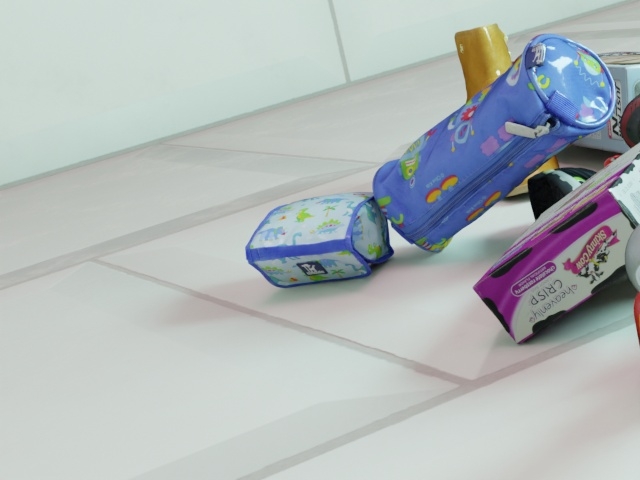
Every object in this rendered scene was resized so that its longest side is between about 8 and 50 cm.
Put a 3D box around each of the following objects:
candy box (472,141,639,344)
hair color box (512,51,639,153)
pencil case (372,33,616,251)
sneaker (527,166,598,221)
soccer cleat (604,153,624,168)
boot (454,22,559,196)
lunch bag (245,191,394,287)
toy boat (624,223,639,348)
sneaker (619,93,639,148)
[{"bbox_3d":[0.250,-0.008,1.310,0.159,0.071,0.233,-38,0,30],"label":"candy box"},{"bbox_3d":[0.410,-0.193,1.934,0.185,0.113,0.374,-8,10,-15],"label":"hair color box"},{"bbox_3d":[0.182,-0.100,1.547,0.306,0.119,0.133,-40,14,44],"label":"pencil case"},{"bbox_3d":[0.290,-0.048,1.548,0.097,0.084,0.234,-12,12,-1],"label":"sneaker"},{"bbox_3d":[0.397,-0.097,1.789,0.083,0.029,0.035,-8,4,7],"label":"soccer cleat"},{"bbox_3d":[0.234,-0.179,1.890,0.104,0.211,0.295,-14,13,-1],"label":"boot"},{"bbox_3d":[0.000,0.000,1.615,0.129,0.096,0.151,-8,4,20],"label":"lunch bag"},{"bbox_3d":[0.366,-0.013,1.072,0.318,0.148,0.267,-28,44,-15],"label":"toy boat"},{"bbox_3d":[0.408,-0.120,1.414,0.276,0.097,0.135,0,16,41],"label":"sneaker"}]
